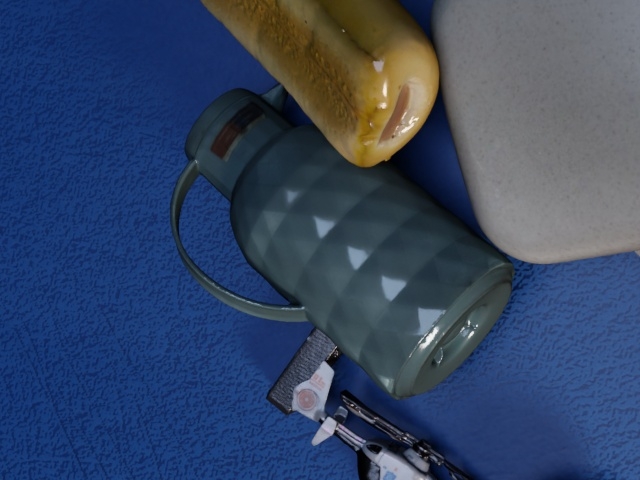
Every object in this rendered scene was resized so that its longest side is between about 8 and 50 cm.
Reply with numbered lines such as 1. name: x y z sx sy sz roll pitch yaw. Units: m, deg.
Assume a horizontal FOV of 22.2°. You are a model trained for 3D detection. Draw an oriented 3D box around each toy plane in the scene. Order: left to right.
1. toy plane: 0.053 0.187 1.366 0.197 0.053 0.078 39 103 8

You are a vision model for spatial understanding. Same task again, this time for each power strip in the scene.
1. power strip: -0.003 0.100 1.394 0.029 0.038 0.111 39 107 14

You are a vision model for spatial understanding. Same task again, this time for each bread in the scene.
1. bread: -0.011 -0.189 1.302 0.305 0.091 0.142 50 154 33

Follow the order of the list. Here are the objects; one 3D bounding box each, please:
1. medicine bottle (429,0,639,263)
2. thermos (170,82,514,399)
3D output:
1. medicine bottle: 0.272 -0.126 1.203 0.375 0.123 0.282 -11 97 27
2. thermos: 0.000 0.000 1.321 0.286 0.145 0.182 40 74 19
